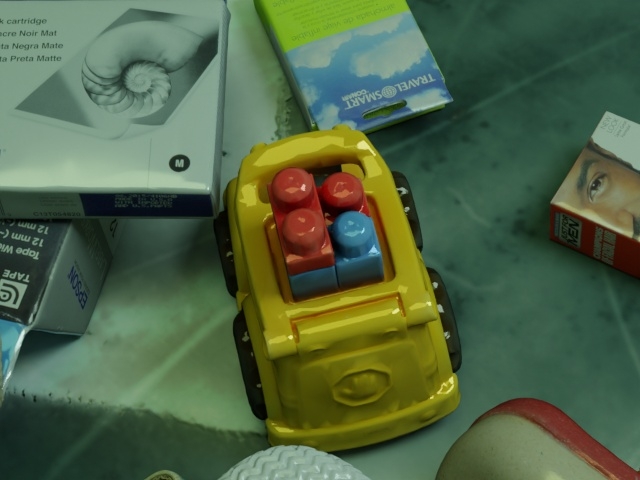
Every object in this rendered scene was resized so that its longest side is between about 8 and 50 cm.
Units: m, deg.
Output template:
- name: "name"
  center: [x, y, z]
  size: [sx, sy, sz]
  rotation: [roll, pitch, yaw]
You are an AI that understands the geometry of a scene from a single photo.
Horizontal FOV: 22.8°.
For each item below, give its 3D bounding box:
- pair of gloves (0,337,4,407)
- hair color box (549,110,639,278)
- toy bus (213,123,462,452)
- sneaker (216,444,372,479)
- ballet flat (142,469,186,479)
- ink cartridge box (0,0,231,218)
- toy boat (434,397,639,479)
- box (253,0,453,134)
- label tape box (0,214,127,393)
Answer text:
- name: "pair of gloves"
  center: [-0.304, 0.141, 1.016]
  size: [0.204, 0.042, 0.240]
  rotation: [9, 105, 10]
- name: "hair color box"
  center: [0.257, -0.015, 1.123]
  size: [0.167, 0.053, 0.093]
  rotation: [24, 65, 20]
- name: "toy bus"
  center: [0.000, 0.000, 1.051]
  size: [0.149, 0.211, 0.220]
  rotation: [-14, 57, -1]
- name: "sneaker"
  center: [0.065, 0.289, 0.873]
  size: [0.137, 0.210, 0.366]
  rotation: [-34, 67, -14]
- name: "ballet flat"
  center: [-0.154, 0.206, 1.034]
  size: [0.168, 0.052, 0.057]
  rotation: [-39, 62, -16]
- name: "ink cartridge box"
  center: [-0.176, -0.119, 1.110]
  size: [0.223, 0.045, 0.224]
  rotation: [-1, 60, 1]
- name: "toy boat"
  center: [0.184, 0.187, 0.978]
  size: [0.231, 0.151, 0.151]
  rotation: [37, 39, 24]
- name: "box"
  center: [0.023, -0.149, 1.234]
  size: [0.109, 0.042, 0.178]
  rotation: [-20, 59, -5]
- name: "label tape box"
  center: [-0.278, -0.028, 1.155]
  size: [0.249, 0.115, 0.348]
  rotation: [11, 63, 11]
